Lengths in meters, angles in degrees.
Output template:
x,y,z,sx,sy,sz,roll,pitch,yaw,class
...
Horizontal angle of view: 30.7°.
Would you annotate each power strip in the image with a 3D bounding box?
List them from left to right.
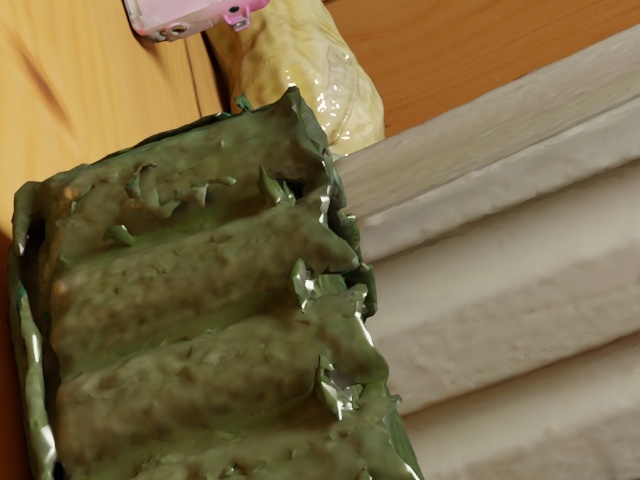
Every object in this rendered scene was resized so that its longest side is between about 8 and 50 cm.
x,y,z,sx,sy,sz,roll,pitch,yaw,class
-0.128,-0.285,0.926,0.037,0.109,0.279,61,9,-73,power strip

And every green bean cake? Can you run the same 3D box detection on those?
x,y,z,sx,sy,sz,roll,pitch,yaw,class
-0.014,0.101,0.464,0.255,0.132,0.241,67,2,-57,green bean cake

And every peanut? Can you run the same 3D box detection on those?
x,y,z,sx,sy,sz,roll,pitch,yaw,class
-0.036,-0.179,1.276,0.174,0.158,0.340,18,39,-44,peanut

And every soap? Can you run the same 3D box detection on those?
x,y,z,sx,sy,sz,roll,pitch,yaw,class
0.158,0.062,0.779,0.213,0.435,0.350,-98,164,-67,soap

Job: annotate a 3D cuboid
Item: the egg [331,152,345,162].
x,y,z,sx,sy,sz,roll,pitch,yaw,class
0.000,0.000,1.013,0.172,0.132,0.132,86,-11,-54,egg
